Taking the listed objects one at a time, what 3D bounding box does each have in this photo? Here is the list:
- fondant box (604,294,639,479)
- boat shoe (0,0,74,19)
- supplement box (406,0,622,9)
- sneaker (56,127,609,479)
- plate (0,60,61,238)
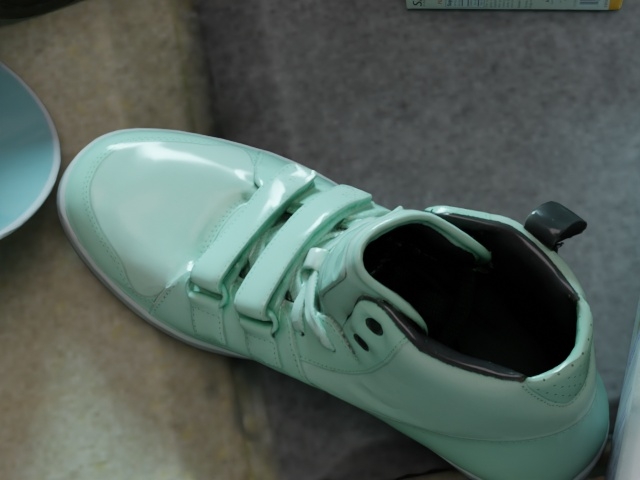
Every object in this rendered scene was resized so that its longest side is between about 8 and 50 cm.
[{"bbox_3d":[0.249,0.021,0.771,0.238,0.096,0.330,11,65,8],"label":"fondant box"},{"bbox_3d":[-0.040,-0.210,0.885,0.307,0.111,0.104,-21,67,-7],"label":"boat shoe"},{"bbox_3d":[0.088,-0.139,0.885,0.098,0.036,0.062,1,65,3],"label":"supplement box"},{"bbox_3d":[0.001,0.000,0.763,0.256,0.151,0.094,27,71,16],"label":"sneaker"},{"bbox_3d":[-0.205,-0.041,0.827,0.188,0.024,0.188,12,36,-9],"label":"plate"}]
